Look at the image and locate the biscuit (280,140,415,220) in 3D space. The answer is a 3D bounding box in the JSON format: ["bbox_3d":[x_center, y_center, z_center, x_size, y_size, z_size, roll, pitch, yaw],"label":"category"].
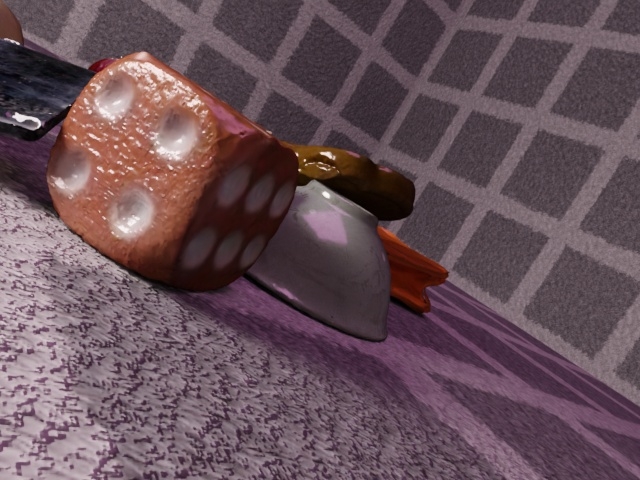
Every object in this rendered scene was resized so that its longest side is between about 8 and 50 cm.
[{"bbox_3d":[-0.022,-0.103,0.993,0.381,0.074,0.359,10,-9,6],"label":"biscuit"}]

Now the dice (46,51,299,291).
[{"bbox_3d":[-0.135,-0.064,0.546,0.179,0.174,0.175,32,5,23],"label":"dice"}]

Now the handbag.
[{"bbox_3d":[0.102,0.019,1.324,0.304,0.116,0.410,26,7,-17],"label":"handbag"}]

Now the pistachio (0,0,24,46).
[{"bbox_3d":[-0.500,-0.289,0.721,0.157,0.157,0.229,33,0,18],"label":"pistachio"}]

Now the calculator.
[{"bbox_3d":[-0.354,-0.168,0.519,0.262,0.021,0.161,19,33,-5],"label":"calculator"}]

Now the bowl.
[{"bbox_3d":[0.000,0.000,0.809,0.313,0.146,0.313,29,7,-4],"label":"bowl"}]

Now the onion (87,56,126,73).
[{"bbox_3d":[-0.480,-0.361,1.337,0.201,0.200,0.207,22,24,-54],"label":"onion"}]

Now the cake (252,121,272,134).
[{"bbox_3d":[-0.158,-0.104,0.702,0.221,0.116,0.086,12,8,16],"label":"cake"}]
